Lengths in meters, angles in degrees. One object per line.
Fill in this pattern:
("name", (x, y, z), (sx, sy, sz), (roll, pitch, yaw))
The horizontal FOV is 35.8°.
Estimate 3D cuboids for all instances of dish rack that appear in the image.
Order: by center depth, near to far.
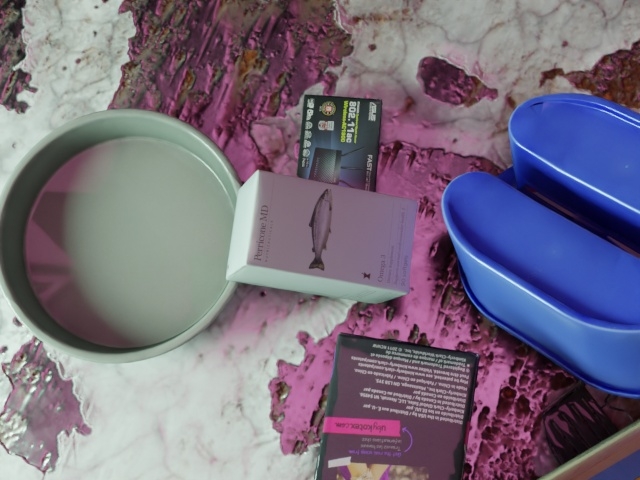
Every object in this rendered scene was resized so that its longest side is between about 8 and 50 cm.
("dish rack", (0.382, 0.184, 1.041), (0.271, 0.074, 0.208), (-36, 77, -5))

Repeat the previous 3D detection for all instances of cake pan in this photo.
("cake pan", (-0.222, -0.004, 1.125), (0.293, 0.054, 0.293), (-1, 77, 3))

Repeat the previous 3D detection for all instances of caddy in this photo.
("caddy", (0.287, 0.007, 1.010), (0.241, 0.179, 0.341), (-47, 53, -10))

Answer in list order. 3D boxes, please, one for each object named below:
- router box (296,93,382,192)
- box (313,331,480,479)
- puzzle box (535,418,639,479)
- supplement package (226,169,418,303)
("router box", (0.022, -0.105, 1.142), (0.092, 0.038, 0.122), (4, 78, 3))
("box", (0.067, 0.242, 0.997), (0.143, 0.165, 0.270), (9, 79, 5))
("puzzle box", (0.320, 0.311, 0.901), (0.409, 0.052, 0.272), (-25, 78, -18))
("supplement package", (0.000, 0.000, 1.060), (0.179, 0.105, 0.105), (10, 78, -15))
